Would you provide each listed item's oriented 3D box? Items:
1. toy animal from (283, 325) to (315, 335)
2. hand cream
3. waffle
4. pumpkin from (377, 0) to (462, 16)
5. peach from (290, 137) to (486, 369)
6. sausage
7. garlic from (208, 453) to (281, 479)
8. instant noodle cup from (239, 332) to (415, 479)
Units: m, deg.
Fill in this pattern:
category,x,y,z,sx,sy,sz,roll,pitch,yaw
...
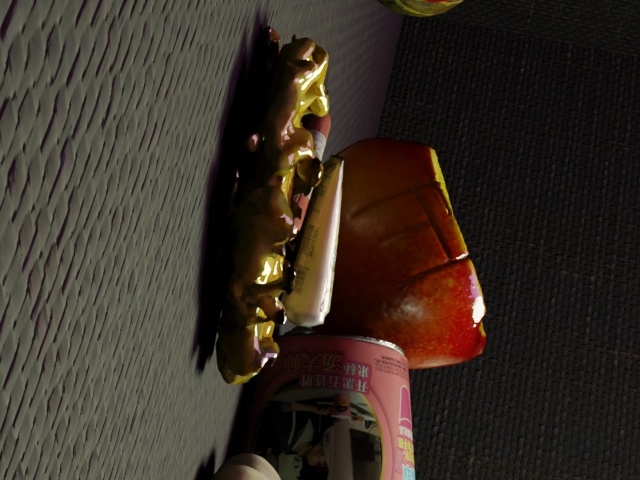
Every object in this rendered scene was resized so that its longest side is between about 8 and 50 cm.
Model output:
category,x,y,z,sx,sy,sz,roll,pitch,yaw
toy animal,0.001,0.219,1.790,0.208,0.156,0.204,104,4,-51
hand cream,0.000,0.000,1.198,0.061,0.039,0.143,-126,-132,-82
waffle,-0.035,-0.020,1.097,0.280,0.060,0.262,112,-12,-85
pumpkin,0.121,-0.375,1.746,0.219,0.162,0.219,-48,-149,41
peach,0.086,0.033,1.691,0.245,0.248,0.275,-40,-124,22
sausage,-0.018,-0.071,1.498,0.223,0.029,0.029,-74,175,-49
garlic,-0.066,0.250,1.300,0.174,0.099,0.124,80,7,-79
instant noodle cup,0.007,0.237,1.553,0.244,0.244,0.255,92,3,-71
